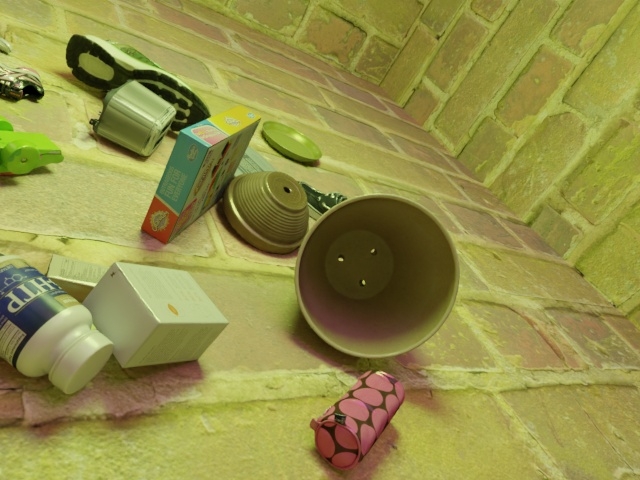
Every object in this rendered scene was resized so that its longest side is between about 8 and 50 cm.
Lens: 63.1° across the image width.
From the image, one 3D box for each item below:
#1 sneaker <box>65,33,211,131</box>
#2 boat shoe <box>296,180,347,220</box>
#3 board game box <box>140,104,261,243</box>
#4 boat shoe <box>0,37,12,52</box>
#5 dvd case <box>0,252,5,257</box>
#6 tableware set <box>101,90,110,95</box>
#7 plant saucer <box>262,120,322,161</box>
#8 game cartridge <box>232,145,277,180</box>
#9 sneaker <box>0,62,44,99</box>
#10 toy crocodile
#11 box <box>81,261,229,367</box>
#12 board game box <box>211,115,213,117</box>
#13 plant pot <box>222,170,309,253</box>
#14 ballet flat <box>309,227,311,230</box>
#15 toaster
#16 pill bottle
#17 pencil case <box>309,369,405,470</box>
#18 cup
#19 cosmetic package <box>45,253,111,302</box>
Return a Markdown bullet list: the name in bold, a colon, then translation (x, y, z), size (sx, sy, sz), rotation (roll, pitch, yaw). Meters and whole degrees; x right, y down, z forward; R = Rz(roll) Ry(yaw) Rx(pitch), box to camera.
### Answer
- **sneaker**: translation (-0.478, -0.460, 1.458), size (0.411, 0.158, 0.182), rotation (30, 36, -8)
- **boat shoe**: translation (0.037, -0.096, 1.523), size (0.301, 0.102, 0.108), rotation (41, 27, 16)
- **board game box**: translation (-0.255, -0.159, 1.156), size (0.064, 0.242, 0.316), rotation (31, 26, -1)
- **boat shoe**: translation (-0.854, -0.514, 1.350), size (0.100, 0.035, 0.035), rotation (31, 53, -12)
- **dvd case**: translation (-0.580, 0.026, 0.735), size (0.221, 0.018, 0.164), rotation (28, 26, -10)
- **tableware set**: translation (-0.571, -0.449, 1.521), size (0.141, 0.020, 0.168), rotation (-4, 42, -27)
- **plant saucer**: translation (-0.107, -0.348, 1.872), size (0.241, 0.037, 0.241), rotation (25, 27, -14)
- **game cartridge**: translation (-0.224, -0.207, 1.486), size (0.297, 0.062, 0.198), rotation (44, 24, 23)
- **sneaker**: translation (-0.719, -0.361, 1.193), size (0.178, 0.072, 0.077), rotation (-18, 66, -51)
- **toy crocodile**: translation (-0.619, -0.154, 0.924), size (0.115, 0.105, 0.341), rotation (38, 22, 11)
- **box**: translation (-0.251, 0.115, 0.809), size (0.130, 0.091, 0.170), rotation (46, 11, 24)
- **board game box**: translation (-0.417, -0.376, 1.581), size (0.201, 0.035, 0.136), rotation (21, 28, -21)
- **plant pot**: translation (-0.112, -0.091, 1.285), size (0.238, 0.110, 0.237), rotation (25, 42, -25)
- **ballet flat**: translation (0.000, 0.000, 1.345), size (0.074, 0.074, 0.203), rotation (28, 29, -10)
- **toaster**: translation (-0.462, -0.304, 1.307), size (0.147, 0.129, 0.227), rotation (28, 25, -14)
- **pill bottle**: translation (-0.378, 0.115, 0.698), size (0.187, 0.112, 0.112), rotation (36, 26, 6)
- **pencil case**: translation (0.069, 0.298, 0.903), size (0.098, 0.095, 0.209), rotation (26, 20, 23)
- **cup**: translation (0.102, 0.065, 1.141), size (0.331, 0.330, 0.237), rotation (29, 0, -7)
- **cosmetic package**: translation (-0.385, 0.067, 0.850), size (0.115, 0.041, 0.060), rotation (18, 30, -27)
